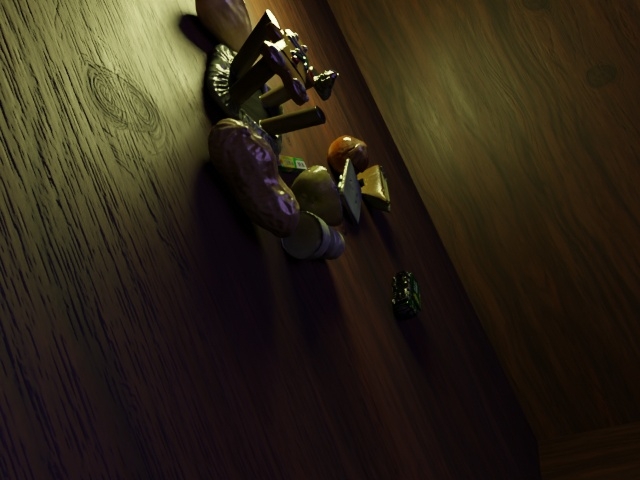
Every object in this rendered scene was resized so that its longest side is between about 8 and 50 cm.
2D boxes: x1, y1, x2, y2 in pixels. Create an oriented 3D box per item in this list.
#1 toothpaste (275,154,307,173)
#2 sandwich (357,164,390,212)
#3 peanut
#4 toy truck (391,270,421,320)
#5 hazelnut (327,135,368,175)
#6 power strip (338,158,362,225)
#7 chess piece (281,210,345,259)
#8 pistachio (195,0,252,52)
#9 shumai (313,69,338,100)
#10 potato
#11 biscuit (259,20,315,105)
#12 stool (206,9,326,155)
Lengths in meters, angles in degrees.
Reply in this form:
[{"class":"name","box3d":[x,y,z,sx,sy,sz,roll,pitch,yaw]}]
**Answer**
[{"class":"toothpaste","box3d":[-0.104,-0.248,1.340,0.043,0.037,0.178,65,25,6]},{"class":"sandwich","box3d":[0.261,-0.228,1.926,0.122,0.128,0.236,47,30,-39]},{"class":"peanut","box3d":[-0.157,-0.152,1.009,0.325,0.153,0.140,56,30,-1]},{"class":"toy truck","box3d":[0.358,0.229,1.711,0.121,0.088,0.259,55,25,-17]},{"class":"hazelnut","box3d":[0.126,-0.360,1.728,0.182,0.182,0.182,44,31,-36]},{"class":"power strip","box3d":[0.106,-0.191,1.642,0.213,0.064,0.198,60,34,-45]},{"class":"chess piece","box3d":[0.000,0.000,1.207,0.243,0.133,0.133,17,51,-63]},{"class":"pistachio","box3d":[-0.297,-0.708,1.282,0.229,0.157,0.157,54,23,-47]},{"class":"shumai","box3d":[0.022,-0.475,1.228,0.082,0.080,0.083,36,35,-49]},{"class":"potato","box3d":[-0.030,-0.122,1.260,0.117,0.182,0.202,-22,95,-31]},{"class":"biscuit","box3d":[-0.077,-0.492,1.096,0.197,0.049,0.301,52,27,-30]},{"class":"stool","box3d":[-0.155,-0.468,1.237,0.310,0.226,0.310,39,34,-44]}]
